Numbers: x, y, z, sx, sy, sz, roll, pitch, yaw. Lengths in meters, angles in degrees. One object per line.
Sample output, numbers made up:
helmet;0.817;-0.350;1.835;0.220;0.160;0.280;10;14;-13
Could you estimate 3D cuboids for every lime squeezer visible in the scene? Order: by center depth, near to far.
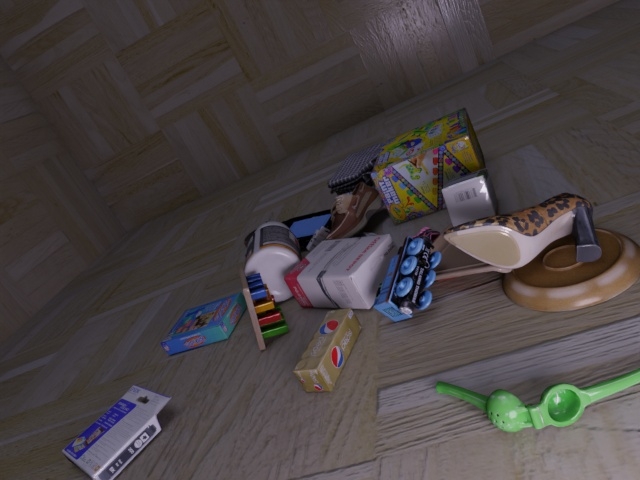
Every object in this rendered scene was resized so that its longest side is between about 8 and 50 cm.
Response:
lime squeezer;0.293;0.212;0.660;0.311;0.058;0.110;-18;-7;31

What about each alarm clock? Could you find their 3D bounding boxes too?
alarm clock;-0.223;0.002;1.805;0.130;0.064;0.192;-15;27;32

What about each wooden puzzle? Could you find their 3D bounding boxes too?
wooden puzzle;0.331;0.016;1.047;0.239;0.044;0.221;-12;25;52

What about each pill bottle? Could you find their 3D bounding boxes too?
pill bottle;-0.134;0.049;1.423;0.162;0.162;0.278;-27;20;5

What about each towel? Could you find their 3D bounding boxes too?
towel;0.175;-0.265;1.833;0.235;0.121;0.283;-13;25;38

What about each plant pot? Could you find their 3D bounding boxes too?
plant pot;0.440;0.040;0.887;0.237;0.032;0.236;-24;20;9

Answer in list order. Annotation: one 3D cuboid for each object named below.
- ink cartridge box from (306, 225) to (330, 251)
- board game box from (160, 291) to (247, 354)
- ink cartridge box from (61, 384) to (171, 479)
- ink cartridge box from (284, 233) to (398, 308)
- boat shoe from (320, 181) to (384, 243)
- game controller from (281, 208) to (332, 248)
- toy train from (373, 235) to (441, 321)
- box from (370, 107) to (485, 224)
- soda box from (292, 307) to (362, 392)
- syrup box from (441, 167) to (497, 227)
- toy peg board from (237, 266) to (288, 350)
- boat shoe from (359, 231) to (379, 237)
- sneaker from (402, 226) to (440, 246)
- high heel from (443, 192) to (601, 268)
ink cartridge box;0.000;0.000;1.479;0.083;0.048;0.028;-59;19;6
board game box;-0.323;0.233;1.394;0.210;0.047;0.160;-20;21;24
ink cartridge box;-0.443;0.422;1.099;0.206;0.045;0.208;-5;31;47
ink cartridge box;0.057;0.076;1.198;0.237;0.100;0.172;-6;30;48
boat shoe;0.079;-0.073;1.458;0.123;0.116;0.324;-46;0;41
game controller;-0.039;-0.034;1.637;0.319;0.067;0.166;-11;26;40
toy train;0.177;0.073;1.006;0.105;0.080;0.184;-28;33;50
box;0.324;-0.223;1.458;0.279;0.177;0.290;-19;23;24
soda box;0.018;0.214;0.982;0.061;0.058;0.181;-14;24;34
syrup box;0.355;-0.105;1.163;0.093;0.096;0.237;-17;6;23
toy peg board;-0.138;0.153;1.208;0.079;0.160;0.161;-16;19;-10
boat shoe;0.143;-0.006;1.389;0.035;0.035;0.100;-5;6;-23
sneaker;0.246;0.010;1.202;0.119;0.047;0.057;-39;34;-24
high heel;0.367;-0.035;0.925;0.262;0.093;0.186;5;37;15
